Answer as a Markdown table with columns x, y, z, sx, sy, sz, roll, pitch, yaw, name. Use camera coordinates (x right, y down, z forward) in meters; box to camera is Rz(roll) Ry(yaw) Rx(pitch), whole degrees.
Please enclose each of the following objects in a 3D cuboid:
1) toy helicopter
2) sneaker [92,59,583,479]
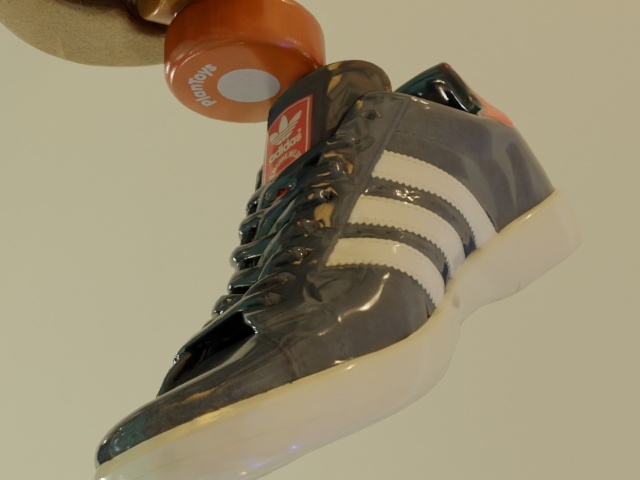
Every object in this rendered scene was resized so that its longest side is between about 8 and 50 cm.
| x | y | z | sx | sy | sz | roll | pitch | yaw | name |
| --- | --- | --- | --- | --- | --- | --- | --- | --- | --- |
| -0.116 | -0.189 | 0.470 | 0.235 | 0.355 | 0.140 | -1 | -115 | -1 | toy helicopter |
| 0.000 | 0.000 | 0.509 | 0.131 | 0.350 | 0.148 | -30 | -90 | 34 | sneaker |
